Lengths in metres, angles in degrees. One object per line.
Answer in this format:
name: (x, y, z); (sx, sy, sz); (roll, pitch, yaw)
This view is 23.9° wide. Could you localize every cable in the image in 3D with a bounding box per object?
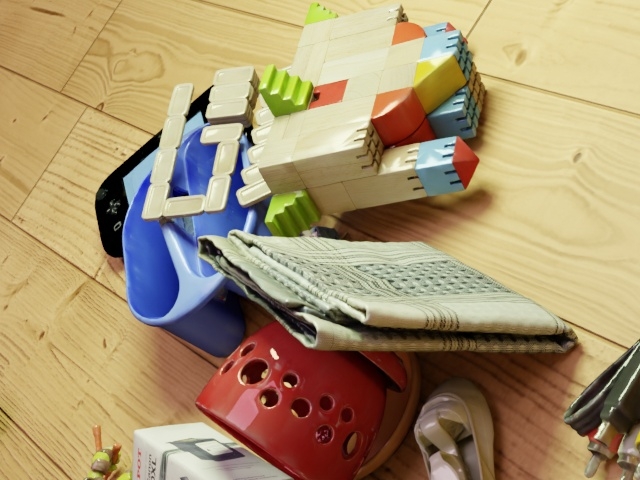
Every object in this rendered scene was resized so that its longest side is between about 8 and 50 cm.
cable: (0.340, 0.116, 1.482); (0.287, 0.072, 0.139); (-52, 15, -18)

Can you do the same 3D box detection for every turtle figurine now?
turtle figurine: (-0.274, 0.333, 1.968); (0.217, 0.087, 0.269); (-25, 43, 35)

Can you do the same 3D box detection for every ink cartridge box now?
ink cartridge box: (-0.128, 0.321, 1.717); (0.237, 0.100, 0.172); (18, 107, 60)

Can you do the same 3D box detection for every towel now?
towel: (0.064, 0.046, 1.632); (0.312, 0.324, 0.056); (35, 118, 56)

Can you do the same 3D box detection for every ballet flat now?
ballet flat: (0.139, 0.224, 1.578); (0.086, 0.086, 0.248); (-38, 37, 22)

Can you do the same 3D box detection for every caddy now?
caddy: (-0.156, -0.011, 2.048); (0.241, 0.179, 0.341); (-40, 37, 21)

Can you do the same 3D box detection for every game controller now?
game controller: (-0.226, -0.107, 2.313); (0.319, 0.067, 0.166); (-39, 37, 22)

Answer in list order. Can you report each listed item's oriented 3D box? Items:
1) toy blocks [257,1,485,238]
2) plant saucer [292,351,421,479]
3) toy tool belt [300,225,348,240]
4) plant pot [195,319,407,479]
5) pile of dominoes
toy blocks: (0.085, -0.176, 1.911); (0.261, 0.190, 0.381); (-10, 42, 25)
plant saucer: (0.043, 0.196, 1.756); (0.200, 0.037, 0.200); (-30, 40, 29)
toy tool belt: (0.000, 0.000, 1.946); (0.051, 0.083, 0.052); (-29, 79, 24)
plant pot: (-0.016, 0.165, 1.653); (0.191, 0.191, 0.174); (19, 72, 55)
pile of dominoes: (-0.119, -0.126, 2.009); (0.196, 0.040, 0.251); (-5, 53, 20)
